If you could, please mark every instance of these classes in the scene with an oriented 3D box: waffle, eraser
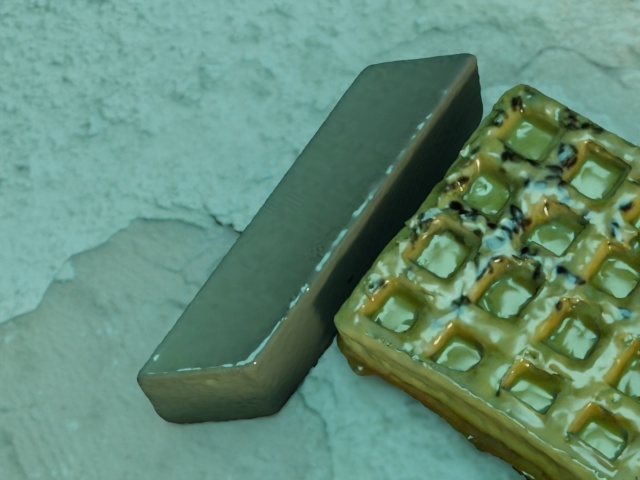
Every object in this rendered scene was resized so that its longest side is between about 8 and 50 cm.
[{"bbox_3d":[0.222,0.077,1.143,0.376,0.114,0.261,32,76,20],"label":"waffle"},{"bbox_3d":[-0.001,0.000,1.208,0.077,0.111,0.352,30,73,22],"label":"eraser"}]
